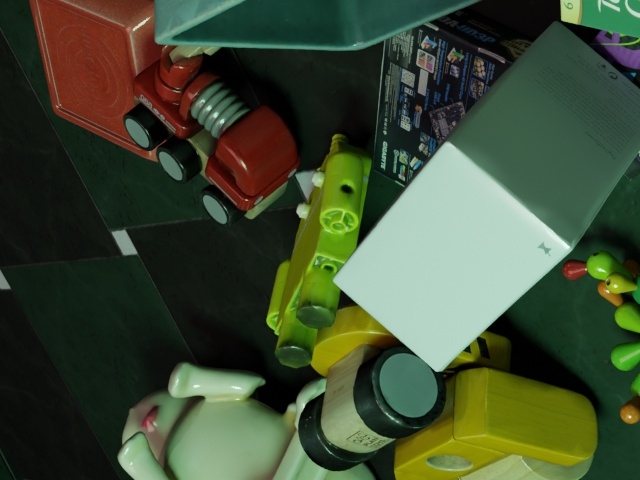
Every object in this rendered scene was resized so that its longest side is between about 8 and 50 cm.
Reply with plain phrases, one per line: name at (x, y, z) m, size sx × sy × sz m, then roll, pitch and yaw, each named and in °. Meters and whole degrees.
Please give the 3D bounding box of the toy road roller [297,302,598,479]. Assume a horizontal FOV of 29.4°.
toy road roller at (0.148, 0.153, 1.419) m, size 0.329 × 0.240 × 0.202 m, roll 19°, pitch 150°, yaw -18°

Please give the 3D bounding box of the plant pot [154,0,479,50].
plant pot at (-0.002, -0.324, 1.094) m, size 0.247 × 0.248 × 0.252 m, roll -14°, pitch 83°, yaw 52°

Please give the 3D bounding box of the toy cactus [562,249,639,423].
toy cactus at (0.347, 0.089, 1.195) m, size 0.180 × 0.112 × 0.219 m, roll -33°, pitch 85°, yaw 45°

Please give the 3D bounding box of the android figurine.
android figurine at (0.000, 0.000, 1.378) m, size 0.056 × 0.273 × 0.248 m, roll 16°, pitch 143°, yaw -8°

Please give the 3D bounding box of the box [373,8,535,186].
box at (0.142, -0.128, 1.262) m, size 0.175 × 0.051 × 0.220 m, roll 31°, pitch 139°, yaw 27°

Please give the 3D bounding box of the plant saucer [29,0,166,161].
plant saucer at (-0.301, -0.237, 1.669) m, size 0.259 × 0.048 × 0.258 m, roll 27°, pitch 137°, yaw 32°

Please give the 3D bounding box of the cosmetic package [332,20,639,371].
cosmetic package at (0.157, -0.039, 1.097) m, size 0.138 × 0.224 × 0.224 m, roll 40°, pitch 139°, yaw 2°

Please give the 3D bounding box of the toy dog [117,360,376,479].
toy dog at (-0.118, 0.325, 1.807) m, size 0.408 × 0.284 × 0.395 m, roll 11°, pitch 164°, yaw 41°

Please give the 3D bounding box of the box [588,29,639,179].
box at (0.288, -0.141, 1.107) m, size 0.116 × 0.029 × 0.162 m, roll 46°, pitch 145°, yaw 9°

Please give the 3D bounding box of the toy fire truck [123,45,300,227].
toy fire truck at (-0.107, -0.171, 1.446) m, size 0.217 × 0.158 × 0.246 m, roll 45°, pitch 154°, yaw 11°

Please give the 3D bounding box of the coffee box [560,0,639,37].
coffee box at (0.263, -0.202, 0.915) m, size 0.184 × 0.040 × 0.113 m, roll 24°, pitch 138°, yaw 37°
